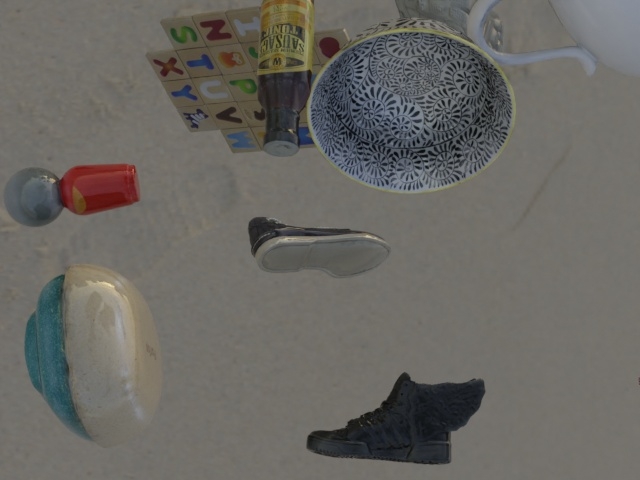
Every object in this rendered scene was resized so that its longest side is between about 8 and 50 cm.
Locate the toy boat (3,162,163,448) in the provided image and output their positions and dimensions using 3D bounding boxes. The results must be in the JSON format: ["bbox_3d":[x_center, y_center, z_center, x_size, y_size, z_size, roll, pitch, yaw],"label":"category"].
[{"bbox_3d":[-0.259,0.065,1.185,0.267,0.148,0.318,87,-5,-71],"label":"toy boat"}]

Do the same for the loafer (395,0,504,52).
[{"bbox_3d":[0.173,-0.276,1.461,0.319,0.111,0.112,43,65,-68],"label":"loafer"}]

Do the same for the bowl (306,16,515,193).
[{"bbox_3d":[0.075,-0.127,0.918,0.170,0.170,0.080,55,28,-38],"label":"bowl"}]

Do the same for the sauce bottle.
[{"bbox_3d":[-0.025,-0.123,0.794,0.042,0.042,0.128,28,54,-50],"label":"sauce bottle"}]

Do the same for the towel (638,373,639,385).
[{"bbox_3d":[0.276,0.184,0.725,0.144,0.029,0.197,10,67,-14],"label":"towel"}]

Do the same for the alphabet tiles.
[{"bbox_3d":[-0.091,-0.244,1.717,0.285,0.342,0.011,63,34,-43],"label":"alphabet tiles"}]

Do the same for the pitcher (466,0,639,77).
[{"bbox_3d":[0.242,-0.208,0.979,0.207,0.125,0.178,25,106,-28],"label":"pitcher"}]

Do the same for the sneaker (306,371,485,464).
[{"bbox_3d":[0.073,0.169,1.068,0.051,0.170,0.089,118,-23,-75],"label":"sneaker"}]

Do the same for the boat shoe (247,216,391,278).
[{"bbox_3d":[0.000,0.000,1.362,0.206,0.065,0.075,2,134,-38],"label":"boat shoe"}]
